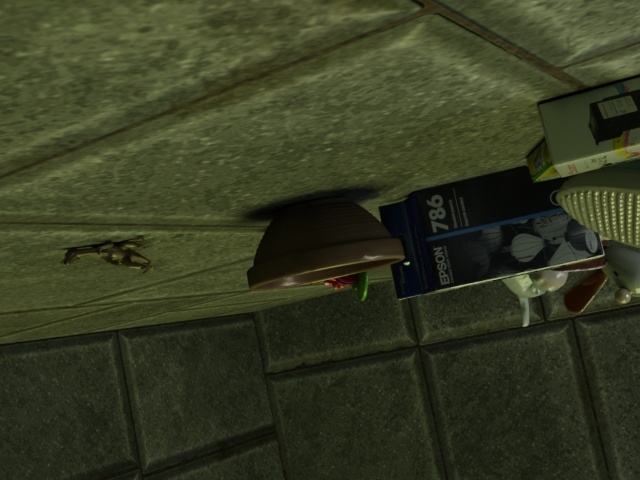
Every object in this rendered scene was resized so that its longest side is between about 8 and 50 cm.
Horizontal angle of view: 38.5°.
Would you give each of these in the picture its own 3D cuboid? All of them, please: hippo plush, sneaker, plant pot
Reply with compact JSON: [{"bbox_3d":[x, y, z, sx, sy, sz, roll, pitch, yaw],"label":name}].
[{"bbox_3d":[0.409,0.007,2.006,0.236,0.234,0.294,18,157,2],"label":"hippo plush"},{"bbox_3d":[0.458,-0.083,1.125,0.150,0.135,0.366,-54,-155,-21],"label":"sneaker"},{"bbox_3d":[0.000,0.000,1.367,0.237,0.110,0.237,-11,175,-1],"label":"plant pot"}]

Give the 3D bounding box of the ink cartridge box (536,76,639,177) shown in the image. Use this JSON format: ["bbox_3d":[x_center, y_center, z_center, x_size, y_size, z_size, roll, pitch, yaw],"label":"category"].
[{"bbox_3d":[0.337,-0.128,1.004,0.175,0.072,0.127,-14,174,18],"label":"ink cartridge box"}]

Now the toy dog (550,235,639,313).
[{"bbox_3d":[0.397,0.040,1.604,0.220,0.161,0.333,43,163,-34],"label":"toy dog"}]

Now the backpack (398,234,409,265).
[{"bbox_3d":[0.224,0.012,1.759,0.166,0.144,0.188,-18,180,11],"label":"backpack"}]

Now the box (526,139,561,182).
[{"bbox_3d":[0.348,-0.118,1.256,0.105,0.043,0.179,-12,175,1],"label":"box"}]

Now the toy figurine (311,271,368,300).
[{"bbox_3d":[-0.011,0.033,1.539,0.159,0.173,0.130,1,128,-9],"label":"toy figurine"}]

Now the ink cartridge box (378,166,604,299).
[{"bbox_3d":[0.261,-0.016,1.444,0.332,0.165,0.065,-14,173,12],"label":"ink cartridge box"}]

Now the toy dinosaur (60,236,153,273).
[{"bbox_3d":[-0.293,0.020,1.360,0.092,0.053,0.183,3,177,38],"label":"toy dinosaur"}]
